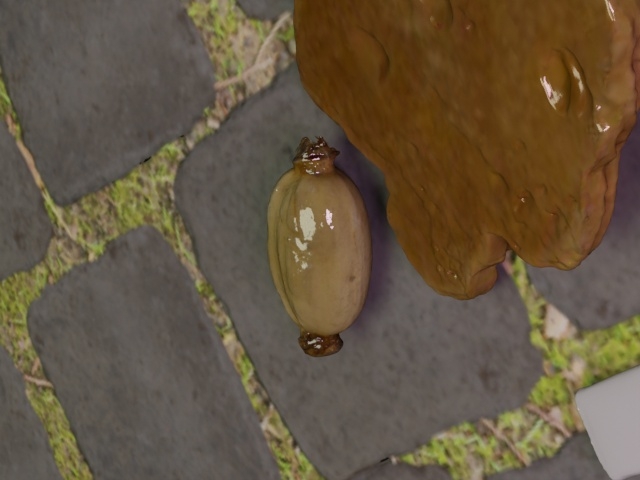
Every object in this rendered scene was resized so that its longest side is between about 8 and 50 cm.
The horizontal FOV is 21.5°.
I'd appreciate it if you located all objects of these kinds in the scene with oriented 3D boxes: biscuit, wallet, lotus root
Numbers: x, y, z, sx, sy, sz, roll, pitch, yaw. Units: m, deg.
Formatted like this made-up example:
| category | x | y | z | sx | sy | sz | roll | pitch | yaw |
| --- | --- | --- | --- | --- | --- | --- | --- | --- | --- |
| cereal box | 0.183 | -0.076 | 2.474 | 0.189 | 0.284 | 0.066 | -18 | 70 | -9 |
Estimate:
| category | x | y | z | sx | sy | sz | roll | pitch | yaw |
| --- | --- | --- | --- | --- | --- | --- | --- | --- | --- |
| biscuit | 0.078 | -0.125 | 0.922 | 0.269 | 0.051 | 0.376 | 37 | 141 | 41 |
| wallet | 0.201 | 0.093 | 0.944 | 0.122 | 0.025 | 0.061 | -29 | 87 | 45 |
| lotus root | 0.000 | 0.000 | 1.069 | 0.073 | 0.062 | 0.150 | -143 | 46 | -59 |
